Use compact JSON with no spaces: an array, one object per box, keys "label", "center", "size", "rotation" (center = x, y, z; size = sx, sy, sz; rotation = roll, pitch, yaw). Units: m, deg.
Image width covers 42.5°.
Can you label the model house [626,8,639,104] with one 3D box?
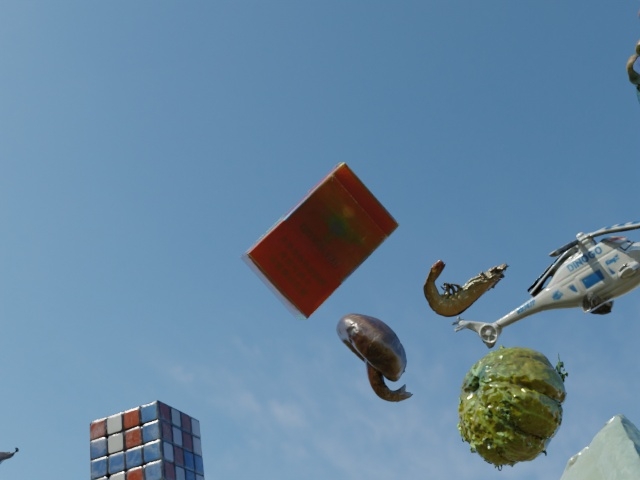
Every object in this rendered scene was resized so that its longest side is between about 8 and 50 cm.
[{"label":"model house","center":[0.585,-0.355,1.195],"size":[0.295,0.251,0.329],"rotation":[-31,-47,7]}]

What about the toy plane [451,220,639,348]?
[{"label":"toy plane","center":[0.305,0.070,1.052],"size":[0.273,0.107,0.182],"rotation":[-31,-14,4]}]

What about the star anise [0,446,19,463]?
[{"label":"star anise","center":[-0.248,0.161,0.515],"size":[0.056,0.124,0.129],"rotation":[34,-47,42]}]

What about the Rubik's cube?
[{"label":"Rubik's cube","center":[-0.192,0.243,0.913],"size":[0.092,0.092,0.092],"rotation":[-19,-32,14]}]

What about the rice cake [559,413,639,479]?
[{"label":"rice cake","center":[0.199,0.208,0.553],"size":[0.038,0.211,0.124],"rotation":[35,-79,-6]}]

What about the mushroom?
[{"label":"mushroom","center":[0.096,0.187,1.342],"size":[0.080,0.135,0.170],"rotation":[-33,-88,-4]}]

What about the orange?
[{"label":"orange","center":[0.453,0.399,2.023],"size":[0.223,0.300,0.301],"rotation":[25,-34,-15]}]

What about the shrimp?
[{"label":"shrimp","center":[0.289,0.076,1.676],"size":[0.178,0.034,0.124],"rotation":[-39,-77,11]}]

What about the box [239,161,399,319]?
[{"label":"box","center":[0.000,0.000,1.021],"size":[0.112,0.175,0.048],"rotation":[49,-18,-7]}]
